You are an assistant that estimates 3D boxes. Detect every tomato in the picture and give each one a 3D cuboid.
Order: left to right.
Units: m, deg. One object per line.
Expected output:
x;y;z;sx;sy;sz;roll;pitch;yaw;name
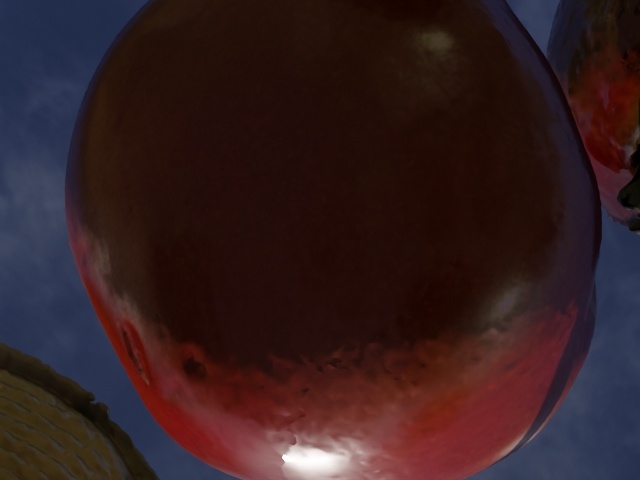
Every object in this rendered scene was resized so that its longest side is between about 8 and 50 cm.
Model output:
0.000;0.000;0.647;0.226;0.298;0.299;-27;-110;-11;tomato

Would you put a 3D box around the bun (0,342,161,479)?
-0.276;0.232;0.866;0.364;0.364;0.202;40;-60;17;bun

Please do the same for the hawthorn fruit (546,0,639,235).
0.299;-0.114;0.880;0.316;0.316;0.316;-1;-111;3;hawthorn fruit
